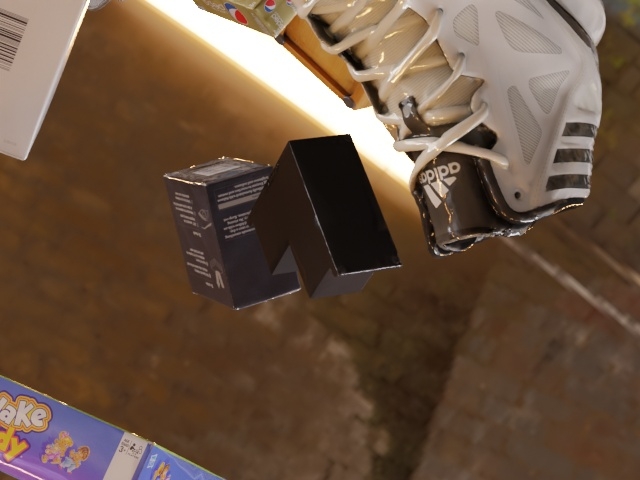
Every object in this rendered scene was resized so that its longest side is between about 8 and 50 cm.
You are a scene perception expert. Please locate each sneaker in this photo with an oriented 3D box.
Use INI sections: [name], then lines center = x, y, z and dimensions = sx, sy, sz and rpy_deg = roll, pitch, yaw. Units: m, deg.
[sneaker]
center = 0.085, -0.142, 1.253
dimensions = 0.447, 0.169, 0.258
rpy_deg = 25, -127, -41

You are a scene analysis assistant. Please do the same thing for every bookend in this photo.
[bookend]
center = 0.000, 0.000, 1.666
dimensions = 0.072, 0.156, 0.157
rpy_deg = -8, -118, -25

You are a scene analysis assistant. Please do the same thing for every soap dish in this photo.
[soap dish]
center = 0.050, -0.346, 2.538
dimensions = 0.229, 0.291, 0.118
rpy_deg = 44, -118, 6

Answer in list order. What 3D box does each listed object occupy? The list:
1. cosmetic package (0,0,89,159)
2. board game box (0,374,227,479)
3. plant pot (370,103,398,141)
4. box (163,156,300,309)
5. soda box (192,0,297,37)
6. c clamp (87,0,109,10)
[cosmetic package]
center = -0.323, -0.228, 1.701
dimensions = 0.138, 0.224, 0.225
rpy_deg = 21, -168, -12
[board game box]
center = -0.281, 0.184, 1.563
dimensions = 0.347, 0.078, 0.233
rpy_deg = 21, 169, 19
[plant pot]
center = 0.147, -0.133, 2.108
dimensions = 0.236, 0.032, 0.236
rpy_deg = 46, 169, 12
[box]
center = -0.108, -0.011, 1.978
dimensions = 0.093, 0.158, 0.156
rpy_deg = -17, -167, -21
[soda box]
center = -0.106, -0.324, 2.151
dimensions = 0.181, 0.061, 0.058
rpy_deg = 28, 162, 47
[c clamp]
center = -0.307, -0.404, 2.374
dimensions = 0.022, 0.137, 0.161
rpy_deg = 10, -126, -43
